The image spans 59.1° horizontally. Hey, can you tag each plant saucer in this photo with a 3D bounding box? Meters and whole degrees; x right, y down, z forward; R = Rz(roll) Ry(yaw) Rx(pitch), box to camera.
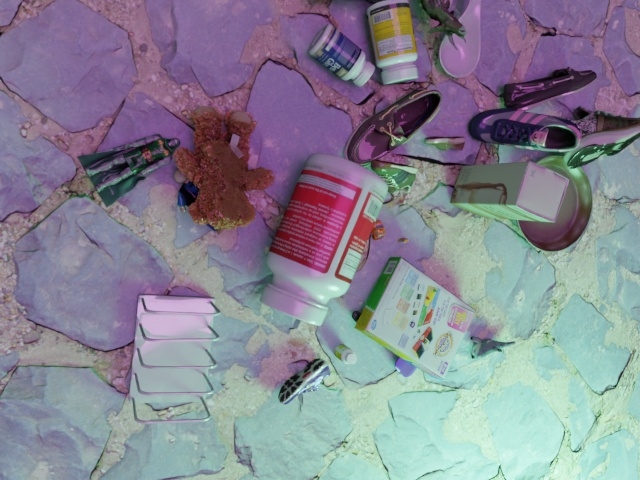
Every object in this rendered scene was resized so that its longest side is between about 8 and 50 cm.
[{"bbox_3d":[0.744,-0.117,1.826,0.311,0.050,0.310,-2,95,-21],"label":"plant saucer"}]

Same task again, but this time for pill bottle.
[{"bbox_3d":[0.200,-0.539,1.545,0.119,0.119,0.208,-15,101,-19],"label":"pill bottle"},{"bbox_3d":[0.000,0.000,1.463,0.229,0.229,0.407,24,86,-21],"label":"pill bottle"},{"bbox_3d":[0.060,-0.489,1.510,0.169,0.094,0.094,33,83,-20],"label":"pill bottle"},{"bbox_3d":[0.072,0.323,1.597,0.043,0.083,0.043,-2,96,-20],"label":"pill bottle"}]

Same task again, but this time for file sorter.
[{"bbox_3d":[-0.355,0.286,1.388,0.193,0.173,0.277,5,93,-21],"label":"file sorter"}]

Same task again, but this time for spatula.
[{"bbox_3d":[0.193,0.302,1.668,0.296,0.030,0.084,42,76,-19],"label":"spatula"}]

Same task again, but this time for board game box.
[{"bbox_3d":[0.284,0.231,1.660,0.316,0.064,0.242,35,74,-20],"label":"board game box"}]

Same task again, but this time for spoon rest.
[{"bbox_3d":[0.413,-0.612,1.637,0.137,0.084,0.276,7,92,-21],"label":"spoon rest"}]

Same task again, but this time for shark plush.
[{"bbox_3d":[0.545,0.348,1.784,0.161,0.067,0.073,5,93,-21],"label":"shark plush"}]

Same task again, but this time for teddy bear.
[{"bbox_3d":[-0.242,-0.182,1.403,0.245,0.113,0.338,-13,81,-33],"label":"teddy bear"}]

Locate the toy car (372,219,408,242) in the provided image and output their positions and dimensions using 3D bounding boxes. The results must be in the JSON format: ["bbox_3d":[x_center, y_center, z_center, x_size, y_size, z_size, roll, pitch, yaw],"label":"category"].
[{"bbox_3d":[0.204,-0.026,1.636,0.122,0.040,0.060,5,93,-20],"label":"toy car"}]

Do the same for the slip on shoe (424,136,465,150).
[{"bbox_3d":[0.368,-0.286,1.672,0.135,0.051,0.041,-7,109,-26],"label":"slip on shoe"}]

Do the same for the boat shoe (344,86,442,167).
[{"bbox_3d":[0.204,-0.317,1.579,0.324,0.097,0.116,-39,107,-13],"label":"boat shoe"}]

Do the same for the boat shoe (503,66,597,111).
[{"bbox_3d":[0.714,-0.487,1.747,0.335,0.112,0.095,-23,107,-13],"label":"boat shoe"}]

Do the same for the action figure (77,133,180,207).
[{"bbox_3d":[-0.446,-0.194,1.370,0.232,0.063,0.137,-31,102,-19],"label":"action figure"}]

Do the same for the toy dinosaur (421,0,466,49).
[{"bbox_3d":[0.315,-0.691,1.569,0.121,0.160,0.313,-12,64,4],"label":"toy dinosaur"}]

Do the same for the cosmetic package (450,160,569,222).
[{"bbox_3d":[0.527,-0.137,1.609,0.153,0.296,0.129,20,87,-21],"label":"cosmetic package"}]

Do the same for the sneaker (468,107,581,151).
[{"bbox_3d":[0.604,-0.322,1.659,0.319,0.131,0.112,3,115,6],"label":"sneaker"}]

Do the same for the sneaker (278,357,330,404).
[{"bbox_3d":[-0.039,0.405,1.574,0.170,0.068,0.071,-34,111,-15],"label":"sneaker"}]

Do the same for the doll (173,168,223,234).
[{"bbox_3d":[-0.299,-0.109,1.438,0.129,0.046,0.189,-46,104,-13],"label":"doll"}]

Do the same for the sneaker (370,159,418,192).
[{"bbox_3d":[0.205,-0.174,1.586,0.192,0.064,0.086,0,108,-47],"label":"sneaker"}]

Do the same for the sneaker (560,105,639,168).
[{"bbox_3d":[0.907,-0.372,1.818,0.410,0.158,0.182,-18,72,-31],"label":"sneaker"}]
